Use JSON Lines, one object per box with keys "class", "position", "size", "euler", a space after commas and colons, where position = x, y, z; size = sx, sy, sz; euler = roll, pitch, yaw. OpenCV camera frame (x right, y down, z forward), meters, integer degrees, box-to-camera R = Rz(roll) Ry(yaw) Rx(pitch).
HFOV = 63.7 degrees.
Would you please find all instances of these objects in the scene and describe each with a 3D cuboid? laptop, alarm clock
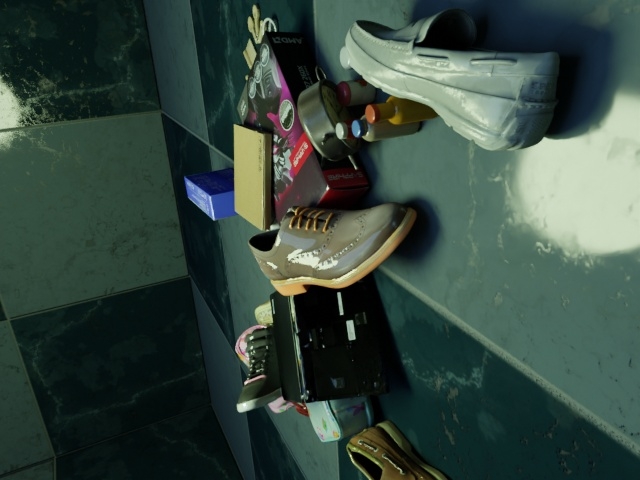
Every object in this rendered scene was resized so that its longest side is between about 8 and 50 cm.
{"class": "laptop", "position": [0.005, 0.200, 1.050], "size": [0.136, 0.264, 0.235], "euler": [26, -126, -70]}
{"class": "alarm clock", "position": [0.012, -0.215, 0.865], "size": [0.064, 0.129, 0.192], "euler": [-21, 62, 28]}

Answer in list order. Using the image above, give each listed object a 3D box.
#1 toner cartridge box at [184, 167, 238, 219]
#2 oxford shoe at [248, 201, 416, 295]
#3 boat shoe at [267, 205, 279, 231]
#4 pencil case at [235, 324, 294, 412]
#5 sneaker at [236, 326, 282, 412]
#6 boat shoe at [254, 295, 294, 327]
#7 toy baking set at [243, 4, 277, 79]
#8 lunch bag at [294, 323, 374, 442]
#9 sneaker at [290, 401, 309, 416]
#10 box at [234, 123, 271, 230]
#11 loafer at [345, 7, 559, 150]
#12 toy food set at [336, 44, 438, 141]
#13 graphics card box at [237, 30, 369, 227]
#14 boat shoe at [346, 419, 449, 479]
{"class": "toner cartridge box", "position": [-0.297, -0.150, 1.575], "size": [0.347, 0.165, 0.075], "euler": [-148, 49, -60]}
{"class": "oxford shoe", "position": [0.000, 0.000, 0.881], "size": [0.363, 0.130, 0.133], "euler": [-24, 116, 44]}
{"class": "boat shoe", "position": [-0.125, -0.125, 1.176], "size": [0.095, 0.084, 0.258], "euler": [-50, 33, 37]}
{"class": "pencil case", "position": [-0.136, 0.365, 1.454], "size": [0.124, 0.124, 0.284], "euler": [47, 163, 50]}
{"class": "sneaker", "position": [-0.144, 0.288, 1.197], "size": [0.296, 0.104, 0.147], "euler": [-25, -83, -80]}
{"class": "boat shoe", "position": [-0.109, 0.207, 1.412], "size": [0.285, 0.104, 0.090], "euler": [131, 125, -62]}
{"class": "toy baking set", "position": [-0.141, -0.438, 1.220], "size": [0.256, 0.030, 0.197], "euler": [53, 148, 44]}
{"class": "lunch bag", "position": [0.013, 0.309, 1.178], "size": [0.224, 0.107, 0.279], "euler": [117, 136, -63]}
{"class": "sneaker", "position": [-0.016, 0.390, 1.361], "size": [0.086, 0.128, 0.221], "euler": [13, 151, 21]}
{"class": "box", "position": [-0.148, -0.139, 1.104], "size": [0.164, 0.021, 0.202], "euler": [32, 125, 54]}
{"class": "loafer", "position": [0.140, -0.214, 0.601], "size": [0.319, 0.111, 0.112], "euler": [44, 136, 40]}
{"class": "toy food set", "position": [0.065, -0.213, 0.765], "size": [0.232, 0.104, 0.111], "euler": [56, 150, 40]}
{"class": "graphics card box", "position": [-0.051, -0.198, 1.035], "size": [0.233, 0.094, 0.371], "euler": [-50, 54, 55]}
{"class": "boat shoe", "position": [0.154, 0.453, 0.931], "size": [0.307, 0.104, 0.111], "euler": [27, 127, 61]}
